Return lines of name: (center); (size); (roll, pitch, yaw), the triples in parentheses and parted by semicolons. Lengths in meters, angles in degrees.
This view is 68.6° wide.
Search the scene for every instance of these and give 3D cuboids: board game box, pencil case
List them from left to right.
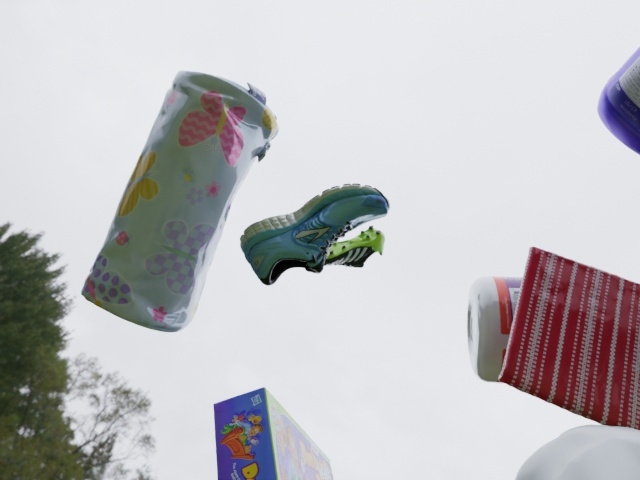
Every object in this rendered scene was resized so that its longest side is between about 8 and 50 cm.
pencil case: (-0.146, -0.041, 0.506); (0.113, 0.273, 0.124); (22, -3, 40)
board game box: (-0.042, 0.396, 0.679); (0.078, 0.234, 0.347); (-19, -42, 3)

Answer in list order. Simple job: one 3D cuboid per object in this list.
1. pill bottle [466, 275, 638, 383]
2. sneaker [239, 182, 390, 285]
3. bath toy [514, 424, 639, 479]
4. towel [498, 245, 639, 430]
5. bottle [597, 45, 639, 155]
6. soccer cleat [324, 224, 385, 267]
pill bottle: (0.419, 0.152, 0.784); (0.322, 0.182, 0.182); (1, -51, 10)
sneaker: (0.000, 0.000, 0.488); (0.162, 0.073, 0.063); (-25, -26, 7)
bath toy: (0.196, 0.274, 0.220); (0.151, 0.349, 0.129); (-11, -17, 11)
towel: (0.369, 0.136, 0.571); (0.274, 0.199, 0.031); (21, -28, 8)
bottle: (0.347, -0.172, 0.372); (0.118, 0.092, 0.283); (46, -13, 15)
soccer cleat: (0.051, 0.029, 0.932); (0.060, 0.178, 0.073); (-132, -152, -54)
